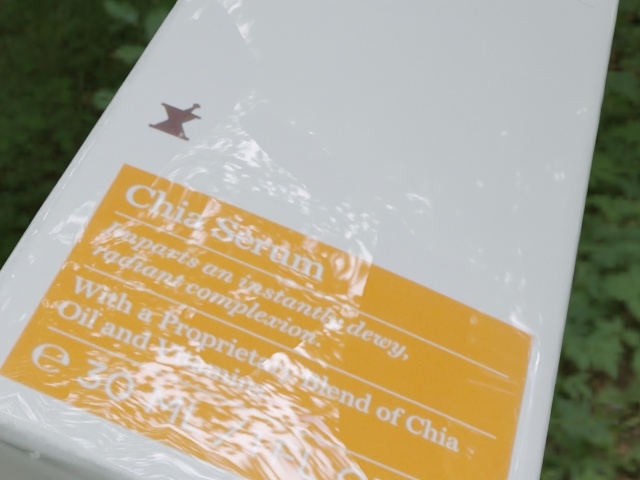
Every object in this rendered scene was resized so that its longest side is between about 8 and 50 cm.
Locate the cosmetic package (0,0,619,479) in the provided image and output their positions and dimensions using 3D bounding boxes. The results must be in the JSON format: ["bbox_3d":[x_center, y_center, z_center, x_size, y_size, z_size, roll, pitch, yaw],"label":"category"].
[{"bbox_3d":[0.000,0.000,0.642,0.230,0.161,0.453,22,44,-2],"label":"cosmetic package"}]
